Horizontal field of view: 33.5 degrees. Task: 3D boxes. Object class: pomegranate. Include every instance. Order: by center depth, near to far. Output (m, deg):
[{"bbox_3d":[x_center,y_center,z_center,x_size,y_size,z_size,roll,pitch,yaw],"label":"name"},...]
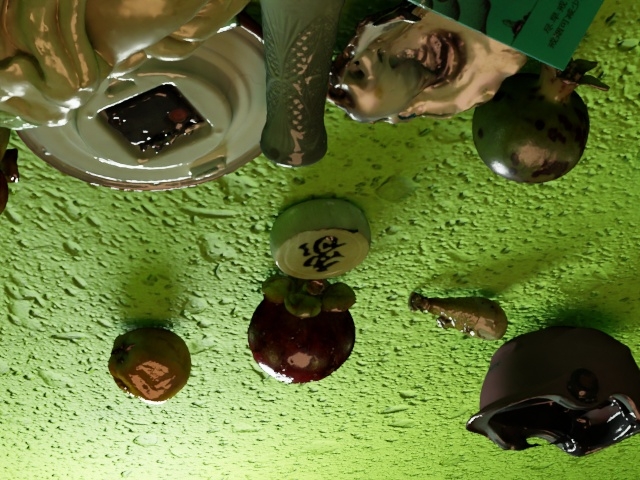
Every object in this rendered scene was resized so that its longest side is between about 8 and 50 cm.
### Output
[{"bbox_3d":[0.260,-0.152,1.273,0.149,0.148,0.169,13,116,-31],"label":"pomegranate"}]

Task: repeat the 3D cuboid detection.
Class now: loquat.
[{"bbox_3d":[-0.274,0.198,1.700,0.137,0.113,0.137,5,142,4],"label":"loquat"}]

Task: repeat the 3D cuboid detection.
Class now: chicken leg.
[{"bbox_3d":[0.222,0.122,1.747,0.178,0.070,0.093,14,148,-21],"label":"chicken leg"}]

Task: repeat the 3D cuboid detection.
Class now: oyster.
[{"bbox_3d":[0.114,-0.207,1.182,0.223,0.083,0.214,13,143,-30],"label":"oyster"}]

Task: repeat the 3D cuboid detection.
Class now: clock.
[{"bbox_3d":[-0.188,-0.155,1.195,0.319,0.080,0.318,-6,148,-4],"label":"clock"}]

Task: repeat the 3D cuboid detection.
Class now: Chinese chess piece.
[{"bbox_3d":[0.000,0.000,1.501,0.144,0.058,0.144,-6,147,-4],"label":"Chinese chess piece"}]

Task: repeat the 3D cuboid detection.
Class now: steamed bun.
[{"bbox_3d":[-0.209,-0.248,0.881,0.289,0.276,0.203,14,158,33],"label":"steamed bun"}]

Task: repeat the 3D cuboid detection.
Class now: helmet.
[{"bbox_3d":[0.416,0.250,1.867,0.339,0.197,0.271,12,151,-16],"label":"helmet"}]

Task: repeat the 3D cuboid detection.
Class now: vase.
[{"bbox_3d":[-0.023,-0.184,1.117,0.096,0.096,0.219,-3,130,-9],"label":"vase"}]

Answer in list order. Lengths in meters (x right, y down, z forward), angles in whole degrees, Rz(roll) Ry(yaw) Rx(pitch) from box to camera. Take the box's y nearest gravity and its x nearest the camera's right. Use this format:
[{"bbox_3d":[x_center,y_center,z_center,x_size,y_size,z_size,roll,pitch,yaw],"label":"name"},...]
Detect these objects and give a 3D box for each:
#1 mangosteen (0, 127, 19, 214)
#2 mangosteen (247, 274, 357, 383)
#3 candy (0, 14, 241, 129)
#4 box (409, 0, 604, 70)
[{"bbox_3d":[-0.435,-0.071,1.154,0.228,0.228,0.265,-35,171,35],"label":"mangosteen"},{"bbox_3d":[-0.026,0.126,1.617,0.166,0.166,0.180,3,120,-18],"label":"mangosteen"},{"bbox_3d":[-0.209,-0.171,1.004,0.336,0.092,0.093,-9,126,34],"label":"candy"},{"bbox_3d":[0.199,-0.280,1.067,0.226,0.042,0.160,15,111,-33],"label":"box"}]
